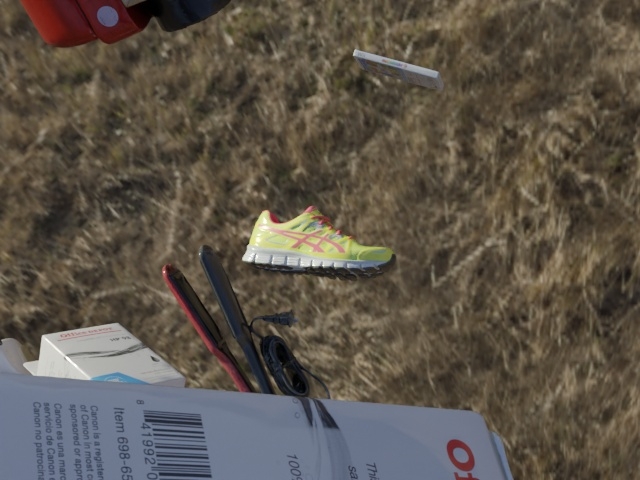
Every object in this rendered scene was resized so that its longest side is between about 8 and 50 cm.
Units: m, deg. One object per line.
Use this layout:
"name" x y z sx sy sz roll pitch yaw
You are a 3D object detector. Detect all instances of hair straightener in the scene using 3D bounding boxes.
"hair straightener" -0.057 0.103 1.083 0.089 0.047 0.230 -31 87 10

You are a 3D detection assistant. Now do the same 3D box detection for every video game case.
"video game case" 0.111 -0.238 1.592 0.122 0.087 0.011 17 89 11

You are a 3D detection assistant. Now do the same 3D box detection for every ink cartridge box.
"ink cartridge box" -0.249 0.148 1.284 0.180 0.104 0.060 30 117 41
"ink cartridge box" -0.031 0.180 0.521 0.273 0.114 0.197 9 49 -28

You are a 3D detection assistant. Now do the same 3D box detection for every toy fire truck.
"toy fire truck" -0.192 -0.225 0.822 0.246 0.158 0.217 -18 28 18

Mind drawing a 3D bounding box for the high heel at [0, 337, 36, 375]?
"high heel" -0.456 0.201 1.451 0.186 0.261 0.093 -30 58 -5

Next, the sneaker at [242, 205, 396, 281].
"sneaker" 0.000 0.000 1.513 0.209 0.081 0.094 6 77 13
